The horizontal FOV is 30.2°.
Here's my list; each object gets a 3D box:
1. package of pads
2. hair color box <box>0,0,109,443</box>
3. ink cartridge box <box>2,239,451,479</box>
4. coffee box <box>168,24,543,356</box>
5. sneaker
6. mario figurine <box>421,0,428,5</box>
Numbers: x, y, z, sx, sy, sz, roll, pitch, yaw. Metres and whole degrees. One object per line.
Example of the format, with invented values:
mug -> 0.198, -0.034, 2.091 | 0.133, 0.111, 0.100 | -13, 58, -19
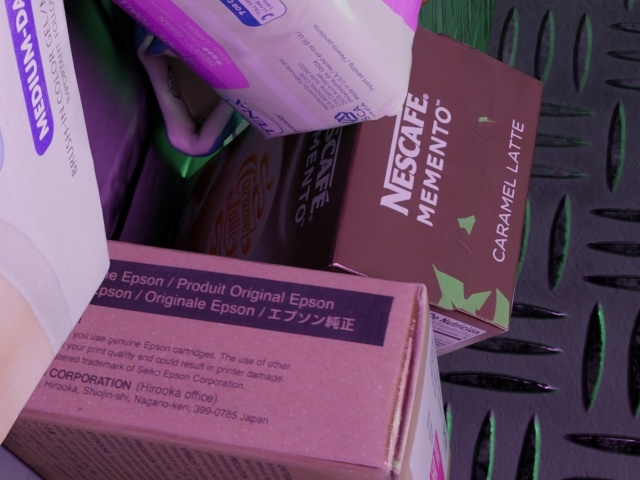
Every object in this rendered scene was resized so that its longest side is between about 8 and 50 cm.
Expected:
package of pads -> -0.032, -0.228, 0.512 | 0.229, 0.101, 0.296 | 40, 52, -45
hair color box -> -0.157, 0.029, 0.222 | 0.339, 0.110, 0.185 | -66, 160, -50
ink cartridge box -> -0.039, 0.093, 0.581 | 0.234, 0.193, 0.088 | 74, 25, -61
coffee box -> 0.000, 0.000, 0.643 | 0.246, 0.098, 0.141 | -32, -138, 56
sneaker -> -0.060, -0.139, 0.631 | 0.081, 0.080, 0.211 | -73, 163, -50
mario figurine -> 0.032, -0.245, 0.800 | 0.320, 0.170, 0.198 | 78, 24, -60
